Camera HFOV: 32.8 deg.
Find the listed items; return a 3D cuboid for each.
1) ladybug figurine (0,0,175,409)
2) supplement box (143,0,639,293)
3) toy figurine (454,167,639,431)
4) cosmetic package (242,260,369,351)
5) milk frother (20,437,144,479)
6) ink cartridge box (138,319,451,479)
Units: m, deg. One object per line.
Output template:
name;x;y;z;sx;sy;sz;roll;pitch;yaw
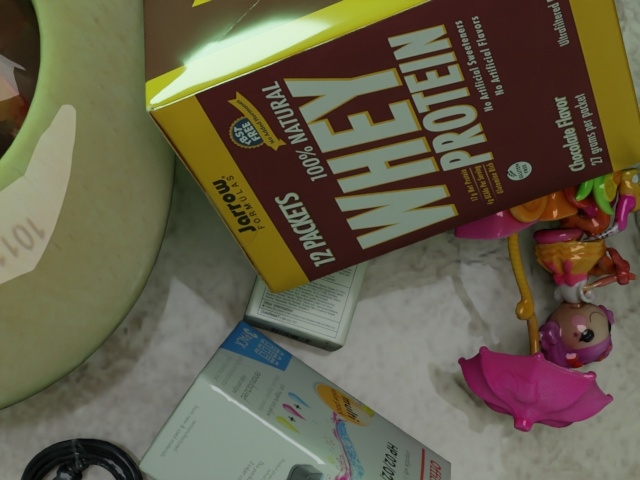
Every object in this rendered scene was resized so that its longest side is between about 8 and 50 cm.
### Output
ladybug figurine;-0.259;-0.108;0.546;0.305;0.162;0.449;-37;87;-12
supplement box;0.027;-0.111;0.530;0.191;0.129;0.194;-20;45;10
toy figurine;0.130;0.024;0.615;0.173;0.130;0.159;-14;101;-40
cosmetic package;0.000;0.000;0.622;0.060;0.041;0.115;19;78;-3
milk frother;-0.112;0.173;0.525;0.143;0.135;0.129;27;82;6
ink cartridge box;0.008;0.127;0.561;0.181;0.104;0.061;35;103;-1
